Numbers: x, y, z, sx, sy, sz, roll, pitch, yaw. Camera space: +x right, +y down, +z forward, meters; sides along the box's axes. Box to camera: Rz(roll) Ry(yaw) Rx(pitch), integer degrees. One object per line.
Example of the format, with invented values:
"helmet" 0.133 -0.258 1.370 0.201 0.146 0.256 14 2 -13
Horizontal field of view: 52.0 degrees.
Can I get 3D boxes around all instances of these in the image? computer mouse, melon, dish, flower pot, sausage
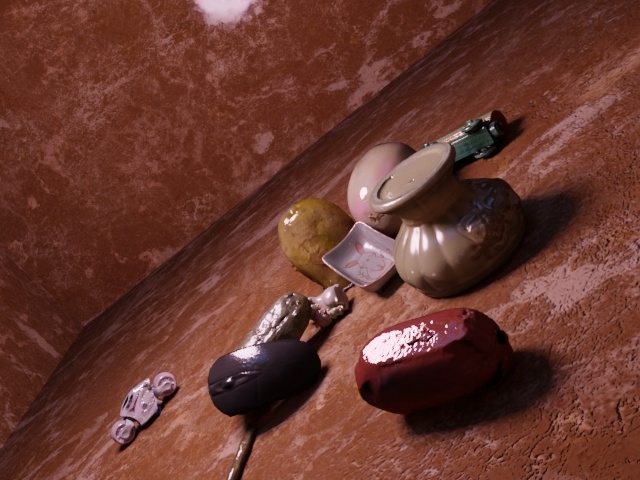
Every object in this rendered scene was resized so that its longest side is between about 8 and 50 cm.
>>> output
"computer mouse" -0.134 0.301 1.474 0.269 0.138 0.086 -19 -22 5
"melon" 0.188 -0.147 1.820 0.223 0.223 0.317 -28 21 36
"dish" 0.121 0.053 1.653 0.151 0.077 0.212 -45 36 -10
"flower pot" 0.259 -0.054 1.404 0.307 0.244 0.307 -37 18 15
"sausage" 0.180 0.203 1.099 0.279 0.152 0.152 -25 23 35

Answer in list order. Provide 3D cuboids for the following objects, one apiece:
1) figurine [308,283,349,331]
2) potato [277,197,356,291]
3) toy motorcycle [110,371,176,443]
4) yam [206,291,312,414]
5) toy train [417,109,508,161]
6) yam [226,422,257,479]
"figurine" -0.005 0.178 1.671 0.146 0.081 0.098 -34 18 21
"potato" 0.000 0.000 1.808 0.229 0.266 0.229 -34 21 16
"toy motorcycle" -0.548 0.501 2.005 0.254 0.112 0.112 -49 19 -20
"yam" -0.139 0.267 1.607 0.330 0.133 0.133 -54 19 -12
"toy train" 0.407 -0.278 1.886 0.285 0.116 0.177 -26 10 42
"yam" -0.175 0.481 1.397 0.234 0.029 0.027 -69 5 -54
